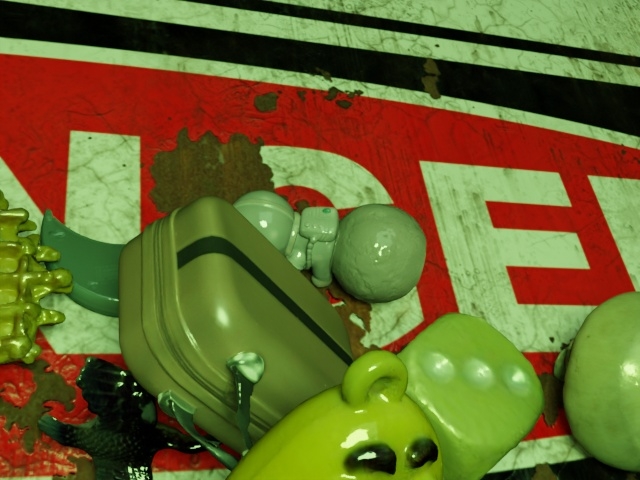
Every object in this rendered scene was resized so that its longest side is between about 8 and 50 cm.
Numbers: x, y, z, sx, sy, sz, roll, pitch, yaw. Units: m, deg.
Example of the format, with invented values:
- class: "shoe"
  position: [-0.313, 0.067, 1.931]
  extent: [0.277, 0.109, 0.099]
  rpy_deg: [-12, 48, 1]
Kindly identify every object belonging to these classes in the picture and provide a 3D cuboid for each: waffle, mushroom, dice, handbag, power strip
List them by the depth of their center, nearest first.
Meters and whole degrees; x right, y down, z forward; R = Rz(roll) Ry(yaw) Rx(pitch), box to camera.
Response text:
- class: "handbag"
  position: [-0.079, 0.129, 0.787]
  extent: [0.302, 0.149, 0.283]
  rpy_deg: [50, 20, -38]
- class: "waffle"
  position: [-0.439, 0.072, 0.831]
  extent: [0.260, 0.069, 0.293]
  rpy_deg: [43, 65, 12]
- class: "dice"
  position: [0.160, 0.207, 0.915]
  extent: [0.166, 0.169, 0.169]
  rpy_deg: [-34, 73, -34]
- class: "power strip"
  position: [-0.238, 0.022, 0.974]
  extent: [0.253, 0.054, 0.167]
  rpy_deg: [-3, 60, -21]
- class: "mushroom"
  position: [0.432, 0.190, 1.021]
  extent: [0.246, 0.202, 0.246]
  rpy_deg: [-7, 103, -31]

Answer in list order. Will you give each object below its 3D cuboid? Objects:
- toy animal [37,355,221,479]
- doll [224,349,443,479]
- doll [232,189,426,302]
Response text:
- class: "toy animal"
  position: [-0.201, 0.208, 0.802]
  extent: [0.197, 0.272, 0.160]
  rpy_deg: [-18, 34, -39]
- class: "doll"
  position: [-0.040, 0.304, 0.655]
  extent: [0.348, 0.423, 0.161]
  rpy_deg: [-24, 41, -9]
- class: "doll"
  position: [0.000, 0.000, 1.023]
  extent: [0.287, 0.151, 0.151]
  rpy_deg: [12, 53, -8]
